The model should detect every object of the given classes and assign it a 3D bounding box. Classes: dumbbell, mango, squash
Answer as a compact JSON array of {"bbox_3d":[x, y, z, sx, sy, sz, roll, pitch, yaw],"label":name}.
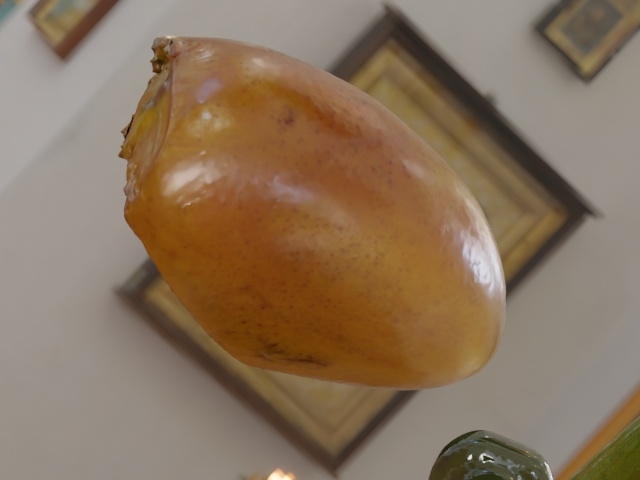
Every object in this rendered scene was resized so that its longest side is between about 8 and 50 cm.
[{"bbox_3d":[0.058,0.112,0.646,0.052,0.046,0.118,18,18,6],"label":"dumbbell"},{"bbox_3d":[0.000,0.000,0.898,0.252,0.154,0.126,38,28,-27],"label":"mango"},{"bbox_3d":[0.221,0.171,1.247,0.066,0.201,0.066,22,36,-17],"label":"squash"}]
